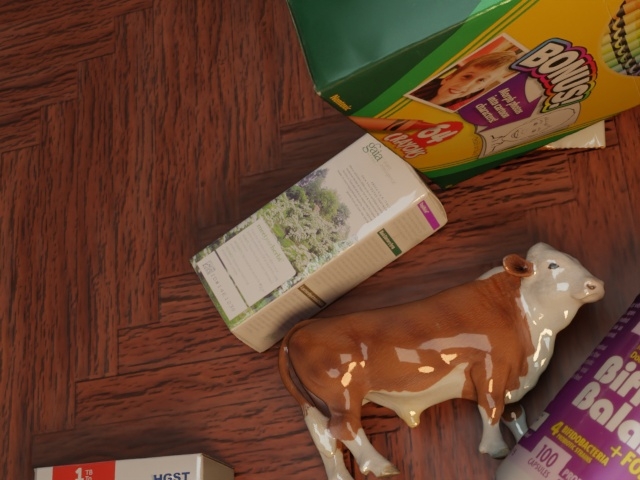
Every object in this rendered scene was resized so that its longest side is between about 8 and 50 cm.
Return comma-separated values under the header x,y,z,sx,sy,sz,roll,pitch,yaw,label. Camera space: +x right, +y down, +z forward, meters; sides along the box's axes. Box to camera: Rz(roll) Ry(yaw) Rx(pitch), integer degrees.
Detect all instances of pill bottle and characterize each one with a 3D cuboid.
x,y,z,sx,sy,sz,roll,pitch,yaw,label
0.297,0.137,0.945,0.169,0.169,0.301,38,86,27,pill bottle

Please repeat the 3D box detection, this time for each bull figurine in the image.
x,y,z,sx,sy,sz,roll,pitch,yaw,label
0.116,0.117,1.055,0.310,0.101,0.189,-14,68,14,bull figurine

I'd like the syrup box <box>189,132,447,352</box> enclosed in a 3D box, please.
x,y,z,sx,sy,sz,roll,pitch,yaw,label
0.000,0.000,1.143,0.237,0.096,0.093,-35,64,3,syrup box

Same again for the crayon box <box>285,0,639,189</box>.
x,y,z,sx,sy,sz,roll,pitch,yaw,label
0.184,-0.180,0.975,0.313,0.363,0.106,-23,74,17,crayon box

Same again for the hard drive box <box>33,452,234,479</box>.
x,y,z,sx,sy,sz,roll,pitch,yaw,label
-0.178,0.329,1.083,0.181,0.089,0.232,-9,67,15,hard drive box

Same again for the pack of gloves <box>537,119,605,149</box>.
x,y,z,sx,sy,sz,roll,pitch,yaw,label
0.311,-0.200,1.152,0.195,0.046,0.232,2,81,21,pack of gloves
